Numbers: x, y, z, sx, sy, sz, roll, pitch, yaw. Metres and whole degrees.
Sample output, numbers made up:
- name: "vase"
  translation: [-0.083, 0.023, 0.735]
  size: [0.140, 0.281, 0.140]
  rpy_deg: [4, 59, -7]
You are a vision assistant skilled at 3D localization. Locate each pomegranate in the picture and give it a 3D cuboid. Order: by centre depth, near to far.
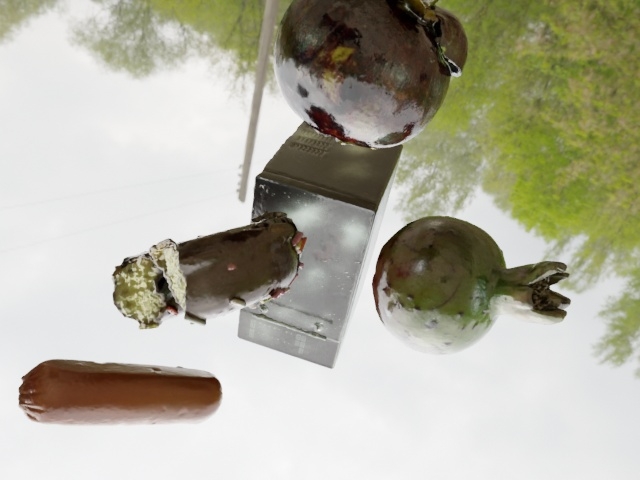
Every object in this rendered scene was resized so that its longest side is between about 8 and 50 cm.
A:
- name: "pomegranate"
  translation: [0.237, 0.064, 0.925]
  size: [0.306, 0.242, 0.242]
  rpy_deg: [-11, -155, 15]

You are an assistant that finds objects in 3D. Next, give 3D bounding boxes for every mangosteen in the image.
- name: "mangosteen"
  translation: [0.076, -0.254, 0.700]
  size: [0.231, 0.289, 0.231]
  rpy_deg: [30, -154, -16]

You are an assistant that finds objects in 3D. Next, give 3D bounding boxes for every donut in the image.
- name: "donut"
  translation: [-0.162, 0.046, 0.884]
  size: [0.259, 0.136, 0.345]
  rpy_deg: [-15, -178, -38]

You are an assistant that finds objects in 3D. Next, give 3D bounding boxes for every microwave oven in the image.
- name: "microwave oven"
  translation: [0.000, 0.000, 1.256]
  size: [0.236, 0.432, 0.374]
  rpy_deg: [18, -144, 8]

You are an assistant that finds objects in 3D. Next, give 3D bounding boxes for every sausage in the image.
- name: "sausage"
  translation: [-0.309, 0.256, 0.936]
  size: [0.348, 0.097, 0.094]
  rpy_deg: [16, 170, -41]
